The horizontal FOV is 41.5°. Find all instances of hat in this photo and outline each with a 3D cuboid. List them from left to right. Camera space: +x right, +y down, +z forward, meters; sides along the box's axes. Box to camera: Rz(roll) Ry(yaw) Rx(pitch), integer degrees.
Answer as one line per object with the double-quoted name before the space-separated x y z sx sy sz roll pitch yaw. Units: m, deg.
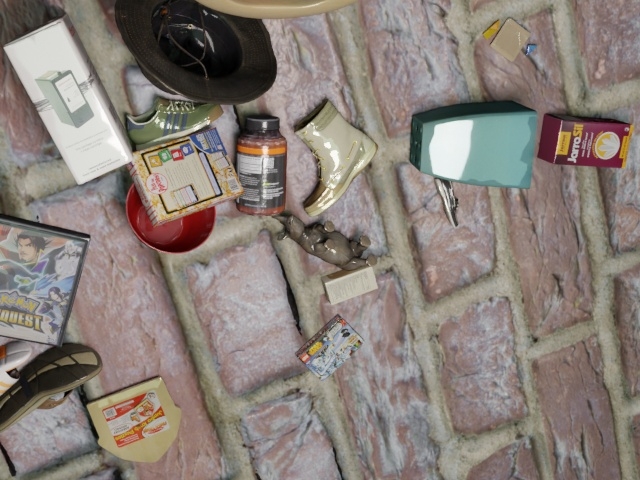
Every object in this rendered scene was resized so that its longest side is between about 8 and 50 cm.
"hat" -0.250 -0.353 1.605 0.331 0.331 0.134 25 139 -21

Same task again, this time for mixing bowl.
"mixing bowl" -0.312 -0.050 1.704 0.181 0.098 0.181 7 74 -24

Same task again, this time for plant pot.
"plant pot" 0.318 -0.209 1.813 0.234 0.165 0.165 0 108 -7

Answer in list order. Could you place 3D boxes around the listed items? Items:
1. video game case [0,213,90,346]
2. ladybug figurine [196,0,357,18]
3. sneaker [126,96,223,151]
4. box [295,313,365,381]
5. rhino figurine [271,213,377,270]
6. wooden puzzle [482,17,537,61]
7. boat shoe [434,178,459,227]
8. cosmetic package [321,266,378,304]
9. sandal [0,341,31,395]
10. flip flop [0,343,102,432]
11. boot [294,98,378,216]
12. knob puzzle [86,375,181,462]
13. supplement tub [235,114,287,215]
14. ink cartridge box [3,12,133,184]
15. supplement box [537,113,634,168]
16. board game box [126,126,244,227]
"video game case" -0.632 0.075 1.707 0.275 0.035 0.248 14 103 -19
"ladybug figurine" -0.064 -0.553 1.554 0.450 0.161 0.305 -3 152 -22
"sneaker" -0.295 -0.249 1.677 0.192 0.064 0.086 -25 117 -3
"box" 0.023 0.247 1.945 0.137 0.027 0.094 -42 114 1
"rhino figurine" 0.000 0.000 1.822 0.243 0.106 0.073 24 69 -20
"wooden puzzle" 0.412 -0.437 1.839 0.116 0.014 0.078 37 99 -22
"boat shoe" 0.293 -0.088 1.902 0.038 0.046 0.125 -22 104 -2
"cosmetic package" 0.065 0.096 1.900 0.115 0.041 0.060 -18 111 -9
"sandal" -0.696 0.295 1.732 0.265 0.102 0.076 -27 114 4
"flip flop" -0.579 0.315 1.770 0.277 0.112 0.080 -35 142 -4
"boot" -0.001 -0.171 1.778 0.165 0.077 0.213 41 88 -23
"knob puzzle" -0.402 0.409 1.880 0.213 0.030 0.213 -5 108 -14
"supplement tub" -0.120 -0.156 1.734 0.106 0.106 0.197 -1 107 -15
"ink cartridge box" -0.457 -0.265 1.556 0.115 0.198 0.272 -25 112 -5
"supplement box" 0.602 -0.225 1.921 0.188 0.081 0.104 1 107 -15
"board game box" -0.267 -0.127 1.665 0.194 0.045 0.146 -21 86 -29
